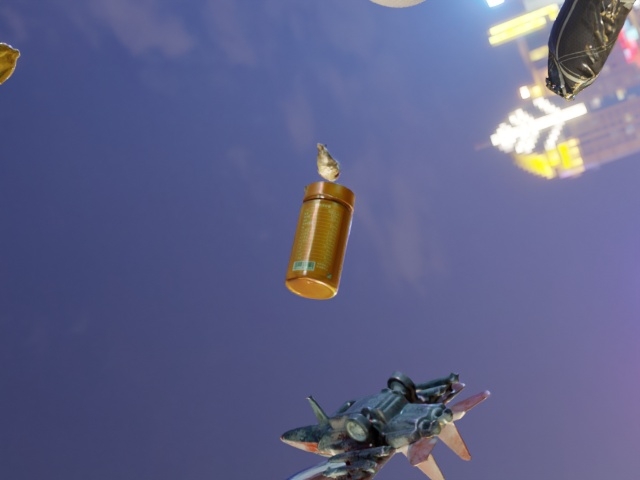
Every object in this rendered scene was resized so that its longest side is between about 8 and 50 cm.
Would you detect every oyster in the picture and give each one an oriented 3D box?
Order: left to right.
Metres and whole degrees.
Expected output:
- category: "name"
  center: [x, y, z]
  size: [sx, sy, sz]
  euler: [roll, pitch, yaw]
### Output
- category: "oyster"
  center: [0.024, -0.153, 2.412]
  size: [0.083, 0.038, 0.081]
  euler: [-24, -72, -59]

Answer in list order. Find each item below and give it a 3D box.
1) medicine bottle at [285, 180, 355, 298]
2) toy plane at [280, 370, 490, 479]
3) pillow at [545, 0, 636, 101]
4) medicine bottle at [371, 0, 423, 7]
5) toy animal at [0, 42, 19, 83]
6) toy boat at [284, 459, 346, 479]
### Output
- category: "medicine bottle"
  center: [0.000, 0.000, 2.217]
  size: [0.096, 0.096, 0.192]
  euler: [43, -129, -50]
- category: "toy plane"
  center: [0.050, 0.231, 1.545]
  size: [0.223, 0.326, 0.104]
  euler: [-38, -66, -39]
- category: "pillow"
  center: [0.430, -0.371, 1.893]
  size: [0.092, 0.335, 0.161]
  euler: [20, -149, -9]
- category: "medicine bottle"
  center: [0.164, -0.441, 1.597]
  size: [0.384, 0.224, 0.224]
  euler: [-19, 90, 69]
- category: "toy animal"
  center: [-0.621, -0.313, 2.240]
  size: [0.083, 0.159, 0.070]
  euler: [-58, -42, -52]
- category: "toy boat"
  center: [-0.030, 0.423, 2.074]
  size: [0.080, 0.228, 0.046]
  euler: [65, 162, 12]
